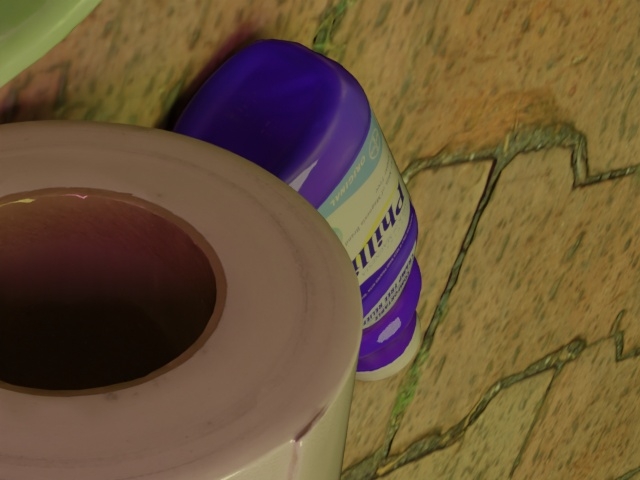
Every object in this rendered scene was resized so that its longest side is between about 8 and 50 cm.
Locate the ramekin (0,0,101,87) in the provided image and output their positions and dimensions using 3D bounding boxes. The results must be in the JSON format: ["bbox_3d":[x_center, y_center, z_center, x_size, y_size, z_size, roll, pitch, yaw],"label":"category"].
[{"bbox_3d":[-0.162,-0.188,0.497,0.303,0.148,0.303,-39,147,-32],"label":"ramekin"}]

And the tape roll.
[{"bbox_3d":[-0.110,0.082,0.753,0.246,0.246,0.169,-33,143,-39],"label":"tape roll"}]

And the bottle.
[{"bbox_3d":[0.000,0.000,1.010,0.118,0.092,0.283,-52,152,-14],"label":"bottle"}]
